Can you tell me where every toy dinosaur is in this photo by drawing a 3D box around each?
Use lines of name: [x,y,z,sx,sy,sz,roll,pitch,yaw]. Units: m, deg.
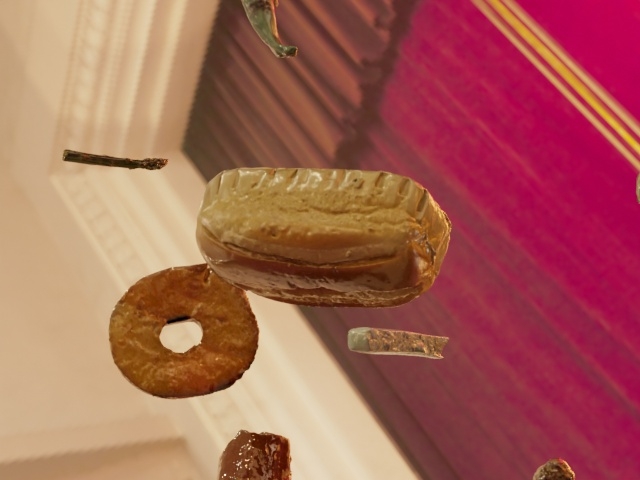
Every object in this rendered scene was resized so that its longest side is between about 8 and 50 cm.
toy dinosaur: [-0.079,-0.309,1.568,0.079,0.292,0.120,-4,-20,-11]

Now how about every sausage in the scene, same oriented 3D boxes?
sausage: [-0.044,0.320,1.338,0.103,0.302,0.076,-25,-39,7]

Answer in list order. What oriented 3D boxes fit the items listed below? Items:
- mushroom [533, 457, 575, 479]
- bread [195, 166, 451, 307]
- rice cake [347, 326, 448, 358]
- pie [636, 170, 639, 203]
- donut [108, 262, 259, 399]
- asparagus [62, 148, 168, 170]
mushroom: [0.252,0.325,1.551,0.227,0.148,0.217,-21,-56,6]
bread: [0.000,0.000,1.344,0.236,0.106,0.140,2,-28,22]
rice cake: [0.097,0.121,1.660,0.180,0.042,0.030,10,-98,-54]
pie: [0.472,-0.055,1.187,0.395,0.418,0.180,-43,-30,-23]
donut: [-0.178,0.123,1.788,0.190,0.174,0.074,-27,-5,-18]
asparagus: [-0.203,-0.080,1.404,0.114,0.015,0.014,5,-8,-32]
